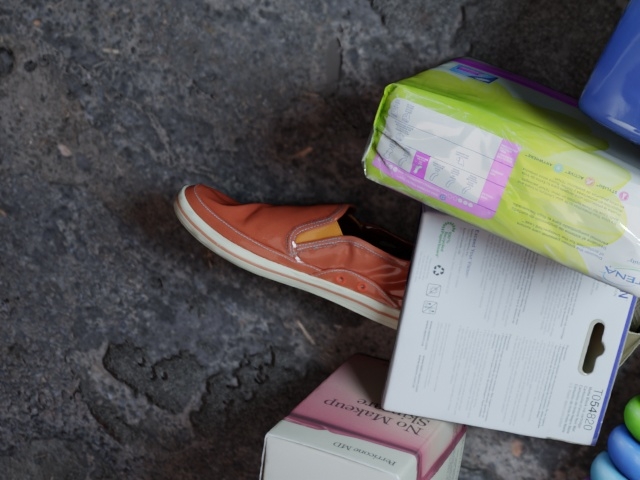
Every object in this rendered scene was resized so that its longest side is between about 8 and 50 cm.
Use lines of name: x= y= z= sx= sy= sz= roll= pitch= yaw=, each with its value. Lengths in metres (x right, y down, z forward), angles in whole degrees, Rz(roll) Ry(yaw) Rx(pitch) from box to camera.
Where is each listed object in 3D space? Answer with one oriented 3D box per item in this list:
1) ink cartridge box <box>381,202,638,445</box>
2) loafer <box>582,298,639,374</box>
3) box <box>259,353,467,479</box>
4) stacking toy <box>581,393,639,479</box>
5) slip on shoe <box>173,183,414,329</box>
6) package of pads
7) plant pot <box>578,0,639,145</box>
ink cartridge box: x=0.189 y=0.085 z=1.207 sx=0.224 sy=0.045 sz=0.223 roll=11 pitch=110 yaw=0
loafer: x=0.300 y=0.084 z=1.215 sx=0.056 sy=0.050 sz=0.148 roll=34 pitch=116 yaw=13
box: x=0.050 y=0.230 z=1.268 sx=0.149 sy=0.232 sz=0.127 roll=14 pitch=111 yaw=20
stacking toy: x=0.354 y=0.181 z=1.179 sx=0.141 sy=0.141 sz=0.330 roll=25 pitch=109 yaw=16
slip on shoe: x=0.000 y=0.000 z=1.296 sx=0.331 sy=0.123 sz=0.101 roll=21 pitch=106 yaw=12
package of pads: x=0.208 y=-0.069 z=1.113 sx=0.296 sy=0.229 sz=0.101 roll=25 pitch=114 yaw=16
plant pot: x=0.391 y=-0.147 z=0.967 sx=0.212 sy=0.236 sz=0.236 roll=46 pitch=123 yaw=37
